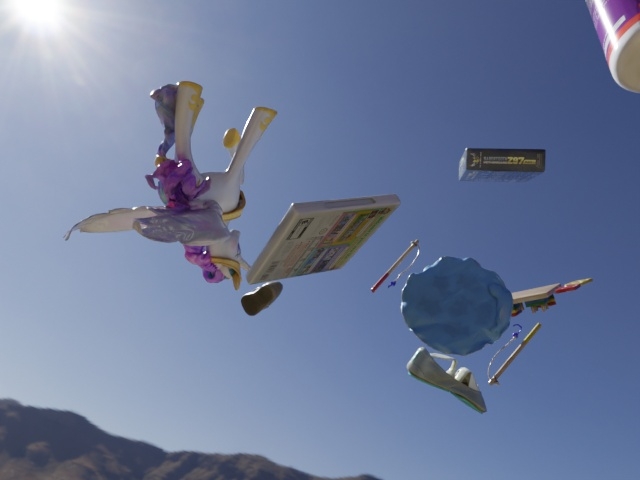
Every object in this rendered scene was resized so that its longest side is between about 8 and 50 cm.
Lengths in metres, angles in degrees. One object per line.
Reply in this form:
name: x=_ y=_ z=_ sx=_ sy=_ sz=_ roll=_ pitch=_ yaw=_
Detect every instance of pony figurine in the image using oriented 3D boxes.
pony figurine: x=-0.234 y=-0.086 z=0.960 sx=0.302 sy=0.364 sz=0.351 roll=8 pitch=2 yaw=39

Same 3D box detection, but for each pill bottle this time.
pill bottle: x=0.611 y=-0.446 z=0.994 sx=0.181 sy=0.323 sz=0.181 roll=1 pitch=-31 yaw=1

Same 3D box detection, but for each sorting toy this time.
sorting toy: x=0.528 y=0.150 z=1.312 sx=0.274 sy=0.046 sz=0.132 roll=-20 pitch=-6 yaw=38

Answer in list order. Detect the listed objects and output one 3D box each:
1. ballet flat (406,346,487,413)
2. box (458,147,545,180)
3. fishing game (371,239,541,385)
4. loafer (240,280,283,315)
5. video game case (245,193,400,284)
ballet flat: x=0.256 y=0.265 z=1.009 sx=0.213 sy=0.068 sz=0.072 roll=32 pitch=-6 yaw=-25
box: x=0.457 y=-0.190 z=1.359 sx=0.183 sy=0.059 sz=0.232 roll=2 pitch=0 yaw=11
fishing game: x=0.230 y=0.110 z=0.905 sx=0.264 sy=0.189 sz=0.041 roll=33 pitch=-23 yaw=26
loafer: x=-0.133 y=0.133 z=1.219 sx=0.148 sy=0.050 sz=0.056 roll=-29 pitch=-96 yaw=48
video game case: x=0.000 y=0.000 z=0.850 sx=0.193 sy=0.023 sz=0.212 roll=-8 pitch=-28 yaw=-33
